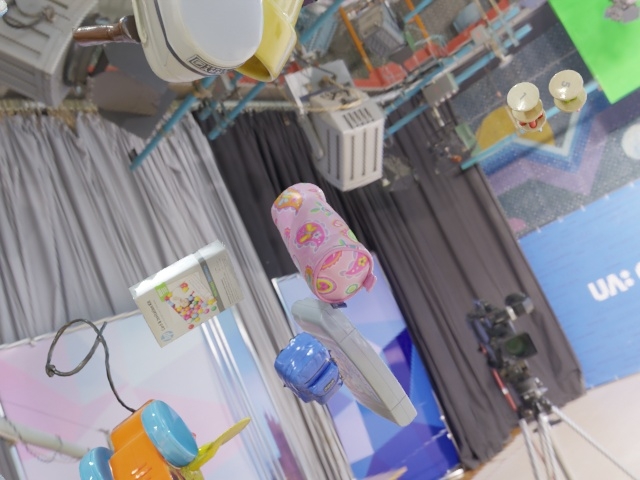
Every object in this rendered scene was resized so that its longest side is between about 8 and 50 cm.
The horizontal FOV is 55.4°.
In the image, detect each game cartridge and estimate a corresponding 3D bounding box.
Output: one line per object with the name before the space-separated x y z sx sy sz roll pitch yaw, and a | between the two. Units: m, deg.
game cartridge | 0.066 0.245 1.232 0.062 0.297 0.198 -40 13 -14

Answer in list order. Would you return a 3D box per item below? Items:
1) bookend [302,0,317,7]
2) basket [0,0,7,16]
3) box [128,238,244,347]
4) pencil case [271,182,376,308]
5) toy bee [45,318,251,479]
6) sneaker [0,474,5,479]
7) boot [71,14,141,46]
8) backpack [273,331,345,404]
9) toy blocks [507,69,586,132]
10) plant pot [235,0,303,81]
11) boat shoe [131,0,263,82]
bookend | -0.049 -0.585 1.223 0.156 0.157 0.072 29 -8 -29
basket | -0.764 -0.414 1.130 0.288 0.201 0.255 -5 38 22
box | -0.245 0.100 1.141 0.186 0.038 0.145 -29 -44 -18
pencil case | 0.000 0.000 1.122 0.124 0.124 0.284 -23 35 -9
toy bee | -0.159 0.222 0.637 0.195 0.298 0.162 -21 -36 8
sneaker | -0.308 0.386 0.486 0.210 0.366 0.137 -27 -23 -18
boot | -0.310 -0.297 0.869 0.114 0.037 0.106 1 8 4
backpack | -0.016 0.219 1.051 0.098 0.101 0.120 -50 -35 -20
toy blocks | 0.404 -0.234 1.074 0.123 0.054 0.148 -11 -16 25
plant pot | -0.127 -0.438 1.023 0.239 0.254 0.254 -60 -10 -2
boat shoe | -0.100 -0.244 0.416 0.088 0.268 0.096 -2 9 45
